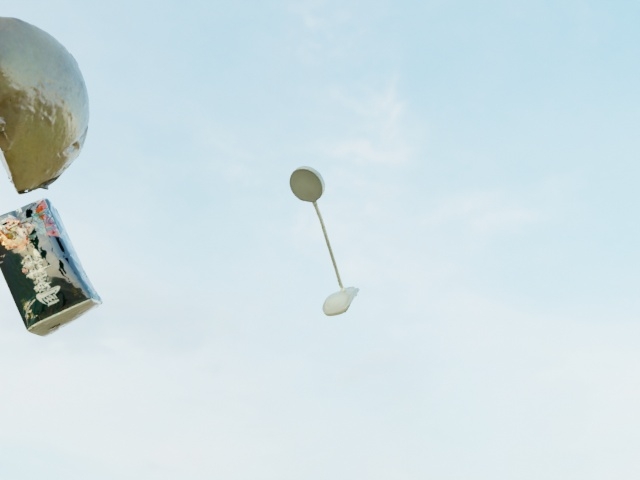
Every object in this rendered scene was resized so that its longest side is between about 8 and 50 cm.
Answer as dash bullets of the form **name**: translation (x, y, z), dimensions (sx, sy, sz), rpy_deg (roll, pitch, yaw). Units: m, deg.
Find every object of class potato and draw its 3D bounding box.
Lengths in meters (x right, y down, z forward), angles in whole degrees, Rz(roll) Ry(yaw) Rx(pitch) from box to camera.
- **potato**: translation (-0.469, -0.242, 1.439), dimensions (0.189, 0.211, 0.264), rpy_deg (-24, -18, -18)

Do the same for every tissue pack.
- **tissue pack**: translation (-0.390, 0.038, 1.222), dimensions (0.103, 0.170, 0.090), rpy_deg (-27, -12, -11)

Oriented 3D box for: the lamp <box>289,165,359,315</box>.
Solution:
- **lamp**: translation (0.000, 0.000, 1.143), dimensions (0.050, 0.056, 0.198), rpy_deg (-9, -71, 35)
